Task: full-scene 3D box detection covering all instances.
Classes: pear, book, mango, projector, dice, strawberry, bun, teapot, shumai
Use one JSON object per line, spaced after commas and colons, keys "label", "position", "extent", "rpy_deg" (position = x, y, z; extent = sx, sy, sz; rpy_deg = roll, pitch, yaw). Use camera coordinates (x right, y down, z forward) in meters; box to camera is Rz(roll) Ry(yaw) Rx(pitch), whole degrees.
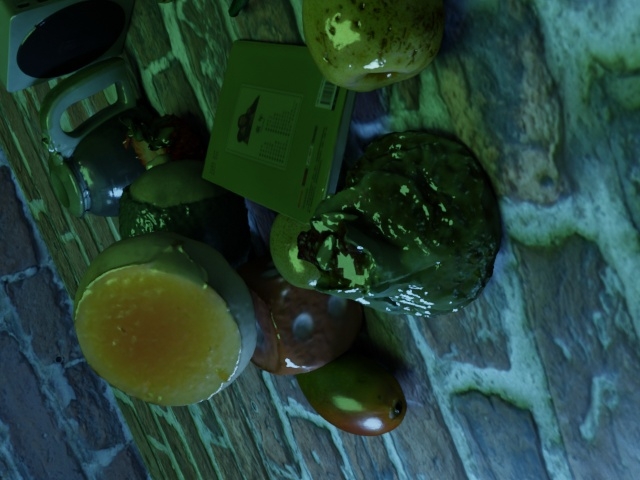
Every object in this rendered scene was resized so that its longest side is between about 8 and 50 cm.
{"label": "pear", "position": [0.000, 0.000, 1.245], "extent": [0.167, 0.167, 0.137], "rpy_deg": [13, 103, 53]}
{"label": "book", "position": [-0.066, -0.173, 1.225], "extent": [0.352, 0.035, 0.239], "rpy_deg": [24, 104, 54]}
{"label": "mango", "position": [0.039, 0.252, 1.430], "extent": [0.146, 0.129, 0.289], "rpy_deg": [39, 172, -23]}
{"label": "pear", "position": [0.059, -0.263, 0.955], "extent": [0.178, 0.178, 0.178], "rpy_deg": [38, 142, 37]}
{"label": "projector", "position": [-0.494, -0.413, 1.592], "extent": [0.079, 0.257, 0.259], "rpy_deg": [57, 150, 8]}
{"label": "dice", "position": [-0.043, 0.115, 1.399], "extent": [0.174, 0.179, 0.175], "rpy_deg": [7, 115, 56]}
{"label": "strawberry", "position": [-0.282, -0.151, 1.632], "extent": [0.188, 0.106, 0.286], "rpy_deg": [27, 149, 44]}
{"label": "bun", "position": [-0.240, 0.110, 1.330], "extent": [0.298, 0.165, 0.299], "rpy_deg": [3, 118, 6]}
{"label": "teapot", "position": [-0.445, -0.178, 1.727], "extent": [0.239, 0.239, 0.322], "rpy_deg": [48, 147, 21]}
{"label": "shumai", "position": [0.093, 0.000, 1.054], "extent": [0.189, 0.218, 0.256], "rpy_deg": [8, 118, 62]}

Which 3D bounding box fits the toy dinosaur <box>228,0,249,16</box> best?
{"label": "toy dinosaur", "position": [-0.081, -0.331, 1.051], "extent": [0.087, 0.447, 0.301], "rpy_deg": [33, 123, -17]}

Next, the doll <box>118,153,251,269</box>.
{"label": "doll", "position": [-0.233, 0.016, 1.508], "extent": [0.247, 0.247, 0.350], "rpy_deg": [22, 127, 49]}

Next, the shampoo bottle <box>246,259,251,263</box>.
{"label": "shampoo bottle", "position": [-0.139, 0.087, 1.634], "extent": [0.260, 0.064, 0.102], "rpy_deg": [16, 124, 52]}

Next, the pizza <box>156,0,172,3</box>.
{"label": "pizza", "position": [-0.310, -0.523, 1.436], "extent": [0.185, 0.036, 0.176], "rpy_deg": [48, 146, 28]}
